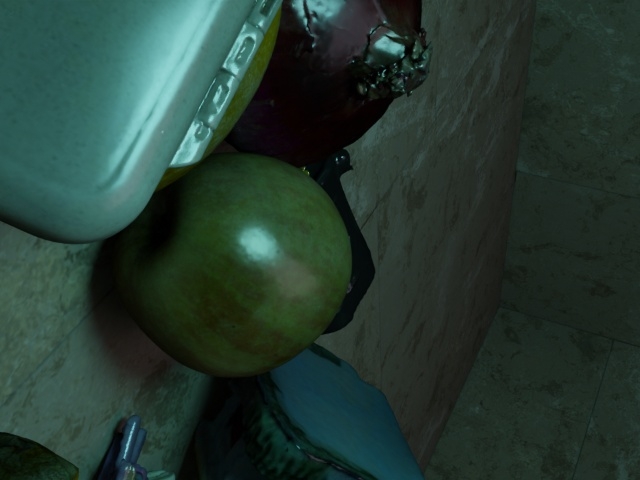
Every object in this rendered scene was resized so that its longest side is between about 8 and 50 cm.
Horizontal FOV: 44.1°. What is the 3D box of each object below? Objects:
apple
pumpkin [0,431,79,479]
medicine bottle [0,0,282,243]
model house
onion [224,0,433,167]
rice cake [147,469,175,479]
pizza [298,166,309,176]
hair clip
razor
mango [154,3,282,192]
[{"bbox_3d":[-0.102,0.020,0.884,0.234,0.257,0.256,33,71,-37],"label":"apple"},{"bbox_3d":[-0.306,0.270,0.743,0.248,0.126,0.131,111,5,-45],"label":"pumpkin"},{"bbox_3d":[-0.174,-0.198,0.555,0.375,0.282,0.123,-64,-160,-12],"label":"medicine bottle"},{"bbox_3d":[-0.073,0.357,1.169,0.339,0.297,0.360,-54,-156,13],"label":"model house"},{"bbox_3d":[0.015,-0.234,0.916,0.347,0.285,0.347,-37,143,-34],"label":"onion"},{"bbox_3d":[-0.245,0.433,1.067,0.057,0.052,0.256,-8,112,-63],"label":"rice cake"},{"bbox_3d":[-0.072,0.012,1.091,0.271,0.134,0.056,-53,-154,14],"label":"pizza"},{"bbox_3d":[-0.260,0.349,0.926,0.137,0.090,0.278,88,27,-56],"label":"hair clip"},{"bbox_3d":[-0.004,-0.002,1.265,0.189,0.107,0.327,-58,148,-31],"label":"razor"},{"bbox_3d":[-0.157,-0.159,0.706,0.316,0.193,0.146,-58,-176,-9],"label":"mango"}]
